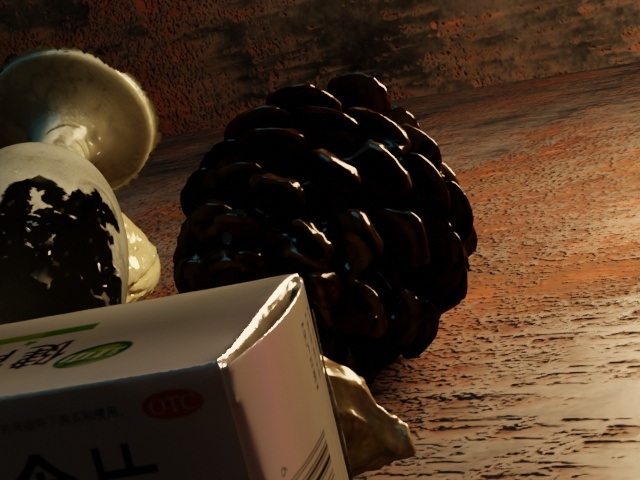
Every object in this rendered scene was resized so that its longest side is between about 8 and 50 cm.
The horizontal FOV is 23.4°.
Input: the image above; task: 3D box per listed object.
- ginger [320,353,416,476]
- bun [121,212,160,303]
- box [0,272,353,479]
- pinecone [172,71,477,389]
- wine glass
[{"bbox_3d":[-0.083,0.108,0.941,0.270,0.123,0.219,-9,9,18],"label":"ginger"},{"bbox_3d":[-0.275,0.022,1.570,0.221,0.134,0.220,-9,11,2],"label":"bun"},{"bbox_3d":[-0.155,0.137,0.747,0.333,0.173,0.145,-10,11,16],"label":"box"},{"bbox_3d":[0.000,0.000,1.148,0.224,0.224,0.272,-9,16,22],"label":"pinecone"},{"bbox_3d":[-0.249,-0.016,1.361,0.191,0.190,0.357,-11,33,9],"label":"wine glass"}]
